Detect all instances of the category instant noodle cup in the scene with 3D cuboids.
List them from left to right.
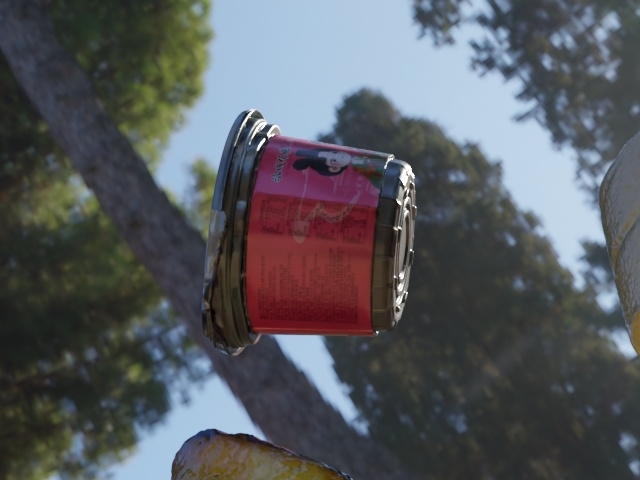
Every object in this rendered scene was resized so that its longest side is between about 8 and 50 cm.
[{"bbox_3d":[0.000,0.000,1.593,0.181,0.302,0.258,6,-40,9],"label":"instant noodle cup"}]

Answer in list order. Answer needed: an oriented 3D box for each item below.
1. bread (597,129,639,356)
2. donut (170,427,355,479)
[{"bbox_3d":[0.273,0.006,1.074,0.148,0.141,0.134,9,-39,-16],"label":"bread"},{"bbox_3d":[-0.021,0.164,0.795,0.152,0.151,0.058,98,-162,-51],"label":"donut"}]
